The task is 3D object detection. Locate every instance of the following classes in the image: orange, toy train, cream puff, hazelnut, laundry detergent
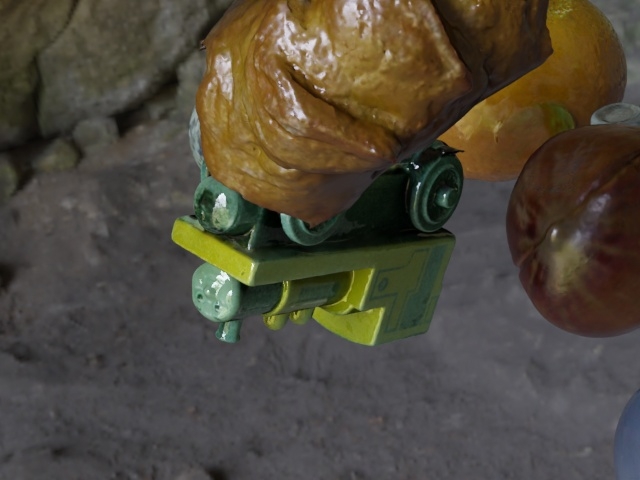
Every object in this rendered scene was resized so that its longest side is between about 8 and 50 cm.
[{"bbox_3d":[0.289,-0.218,1.712,0.334,0.262,0.196,-15,23,11],"label":"orange"},{"bbox_3d":[0.000,0.000,1.154,0.150,0.237,0.369,28,21,34],"label":"toy train"},{"bbox_3d":[0.025,-0.120,0.756,0.241,0.155,0.269,-35,0,-43],"label":"cream puff"},{"bbox_3d":[0.295,-0.009,1.228,0.229,0.229,0.229,-11,18,4],"label":"hazelnut"},{"bbox_3d":[0.393,-0.064,1.550,0.070,0.226,0.099,9,28,25],"label":"laundry detergent"}]

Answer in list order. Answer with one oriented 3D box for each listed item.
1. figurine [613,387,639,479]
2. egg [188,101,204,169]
[{"bbox_3d":[0.347,0.150,0.845,0.265,0.197,0.175,-36,29,28],"label":"figurine"},{"bbox_3d":[-0.080,-0.138,1.342,0.132,0.132,0.172,2,57,38],"label":"egg"}]
